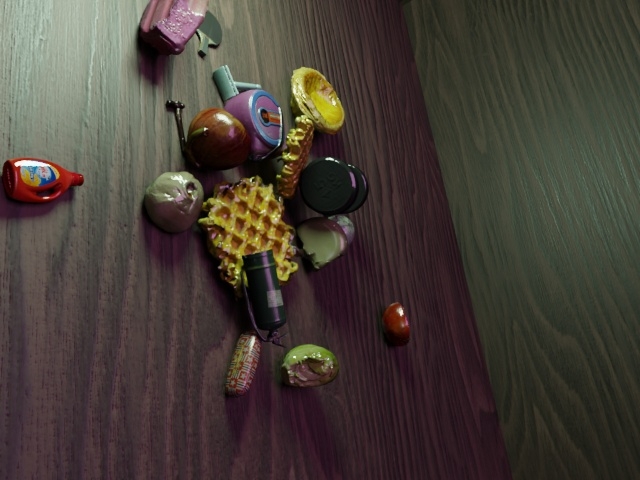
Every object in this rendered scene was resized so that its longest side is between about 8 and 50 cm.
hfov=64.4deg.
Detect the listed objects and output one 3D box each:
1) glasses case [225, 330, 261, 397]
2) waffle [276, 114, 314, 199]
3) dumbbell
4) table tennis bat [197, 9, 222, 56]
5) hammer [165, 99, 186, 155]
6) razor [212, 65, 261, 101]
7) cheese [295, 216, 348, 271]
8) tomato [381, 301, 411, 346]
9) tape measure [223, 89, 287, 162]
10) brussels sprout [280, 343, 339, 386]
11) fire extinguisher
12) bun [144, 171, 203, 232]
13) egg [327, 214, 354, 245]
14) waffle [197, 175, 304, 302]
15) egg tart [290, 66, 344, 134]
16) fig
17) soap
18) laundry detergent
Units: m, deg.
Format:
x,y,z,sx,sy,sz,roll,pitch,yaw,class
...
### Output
x,y,z,sx,sy,sz,roll,pitch,yaw,class
-0.211,0.333,1.398,0.049,0.073,0.194,51,36,-38,glasses case
-0.085,-0.280,1.746,0.062,0.329,0.329,18,44,2,waffle
0.059,-0.196,1.886,0.322,0.204,0.203,-16,86,-76,dumbbell
-0.394,-0.716,1.753,0.130,0.019,0.220,33,46,-41,table tennis bat
-0.419,-0.333,1.512,0.065,0.021,0.178,2,74,-55,hammer
-0.279,-0.550,1.799,0.232,0.068,0.106,-29,98,-62,razor
0.000,0.000,1.822,0.202,0.175,0.091,52,2,20,cheese
0.305,0.355,2.127,0.189,0.100,0.173,91,-16,-57,tomato
-0.219,-0.378,1.719,0.232,0.149,0.245,-12,90,-60,tape measure
-0.036,0.391,1.568,0.184,0.145,0.131,1,97,-13,brussels sprout
-0.154,0.176,1.451,0.118,0.093,0.294,-12,92,-40,fire extinguisher
-0.377,-0.112,1.362,0.167,0.114,0.173,33,50,-43,bun
0.057,-0.020,1.929,0.132,0.132,0.172,52,48,-25,egg
-0.211,-0.009,1.572,0.380,0.095,0.381,-31,102,-56,waffle
-0.032,-0.560,2.098,0.319,0.128,0.318,33,46,-41,egg tart
-0.311,-0.291,1.501,0.205,0.205,0.205,31,49,-44,fig
-0.438,-0.672,1.520,0.112,0.182,0.289,40,37,-40,soap
-0.597,-0.130,1.113,0.165,0.049,0.097,-5,84,-57,laundry detergent
